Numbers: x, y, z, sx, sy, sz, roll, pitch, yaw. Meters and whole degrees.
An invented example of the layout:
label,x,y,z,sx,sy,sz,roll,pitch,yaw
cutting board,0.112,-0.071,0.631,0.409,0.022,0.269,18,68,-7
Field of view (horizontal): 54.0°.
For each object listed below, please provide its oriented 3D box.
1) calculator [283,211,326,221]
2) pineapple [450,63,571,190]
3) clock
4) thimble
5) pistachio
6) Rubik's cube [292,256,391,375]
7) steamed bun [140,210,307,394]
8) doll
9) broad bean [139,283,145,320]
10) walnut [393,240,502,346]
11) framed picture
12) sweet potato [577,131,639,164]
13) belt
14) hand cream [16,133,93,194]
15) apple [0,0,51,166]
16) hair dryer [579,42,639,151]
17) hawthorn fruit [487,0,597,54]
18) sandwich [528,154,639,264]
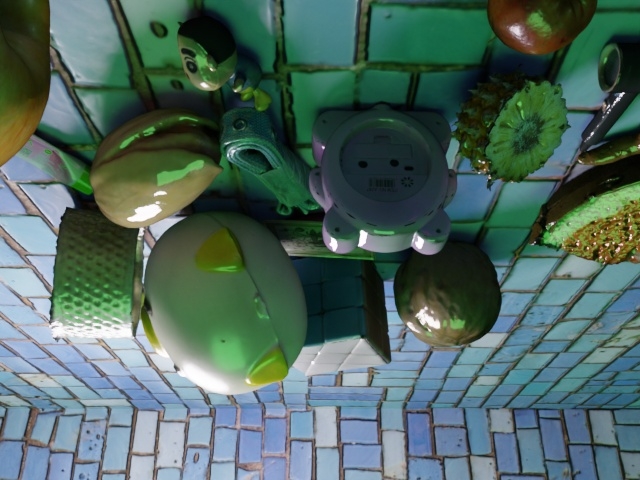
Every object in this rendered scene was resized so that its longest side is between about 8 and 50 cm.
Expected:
label,x,y,z,sx,sy,sz,roll,pitch,yaw
calculator,0.025,-0.026,1.323,0.191,0.034,0.126,-11,151,21
pineapple,0.263,-0.181,0.948,0.176,0.137,0.161,-44,131,-2
clock,0.096,-0.094,0.971,0.228,0.247,0.090,1,149,0
thimble,-0.440,0.072,1.261,0.150,0.270,0.270,4,151,-11
pistachio,-0.275,-0.113,1.032,0.293,0.162,0.182,-30,156,37
Rubik's cube,0.026,0.172,1.483,0.231,0.224,0.221,-11,151,17
steamed bun,-0.188,0.123,1.259,0.334,0.334,0.373,-18,103,29
doll,-0.140,-0.241,0.880,0.089,0.102,0.179,-48,137,-2
broad bean,-0.486,0.179,1.686,0.065,0.046,0.254,22,144,-23
walnut,0.282,0.125,1.399,0.249,0.248,0.248,0,151,0
framed picture,0.000,0.000,1.332,0.232,0.010,0.173,2,155,9
sweet potato,0.563,-0.166,1.027,0.270,0.074,0.075,-4,154,34
belt,-0.079,-0.125,1.070,0.087,0.072,0.302,-16,155,14
hand cream,-0.509,-0.161,1.072,0.079,0.050,0.275,-43,129,18
apple,-0.456,-0.216,0.619,0.347,0.391,0.391,2,151,0
hair dryer,0.469,-0.209,0.967,0.128,0.069,0.255,-1,159,1
hawthorn fruit,0.264,-0.287,0.761,0.125,0.125,0.140,-6,-176,10
sandwich,0.552,-0.056,1.135,0.212,0.109,0.292,29,138,-10
